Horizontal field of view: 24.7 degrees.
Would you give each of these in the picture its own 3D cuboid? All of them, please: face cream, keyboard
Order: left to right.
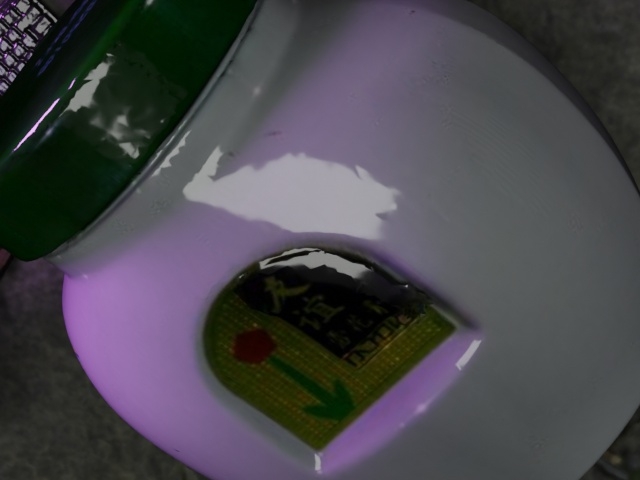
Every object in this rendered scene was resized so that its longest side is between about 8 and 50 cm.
[{"bbox_3d":[-0.227,-0.067,0.900,0.198,0.010,0.063,-43,102,13],"label":"keyboard"},{"bbox_3d":[0.000,0.000,0.807,0.357,0.219,0.312,38,115,-19],"label":"face cream"}]
